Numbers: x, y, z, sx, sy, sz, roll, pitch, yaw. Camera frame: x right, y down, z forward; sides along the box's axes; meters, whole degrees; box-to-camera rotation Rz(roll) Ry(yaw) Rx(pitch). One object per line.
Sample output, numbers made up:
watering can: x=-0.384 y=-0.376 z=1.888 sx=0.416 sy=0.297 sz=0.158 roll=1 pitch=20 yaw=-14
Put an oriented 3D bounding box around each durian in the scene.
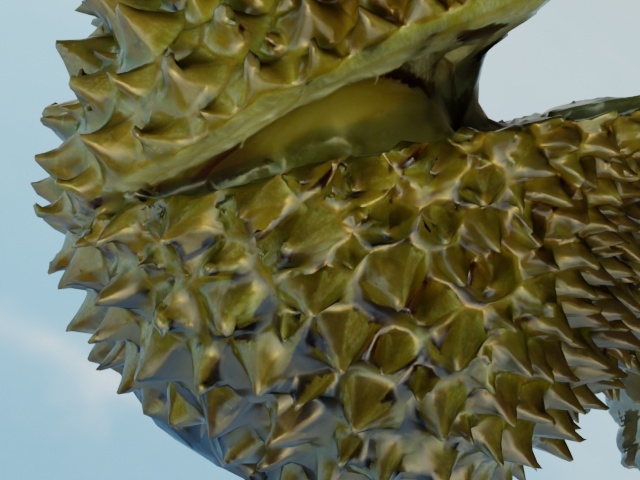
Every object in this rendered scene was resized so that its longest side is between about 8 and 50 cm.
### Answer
durian: x=0.000 y=0.000 z=0.534 sx=0.193 sy=0.138 sz=0.237 roll=26 pitch=170 yaw=18

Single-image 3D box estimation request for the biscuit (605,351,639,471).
biscuit: x=0.159 y=0.078 z=0.509 sx=0.038 sy=0.141 sz=0.290 roll=41 pitch=-159 yaw=-30
